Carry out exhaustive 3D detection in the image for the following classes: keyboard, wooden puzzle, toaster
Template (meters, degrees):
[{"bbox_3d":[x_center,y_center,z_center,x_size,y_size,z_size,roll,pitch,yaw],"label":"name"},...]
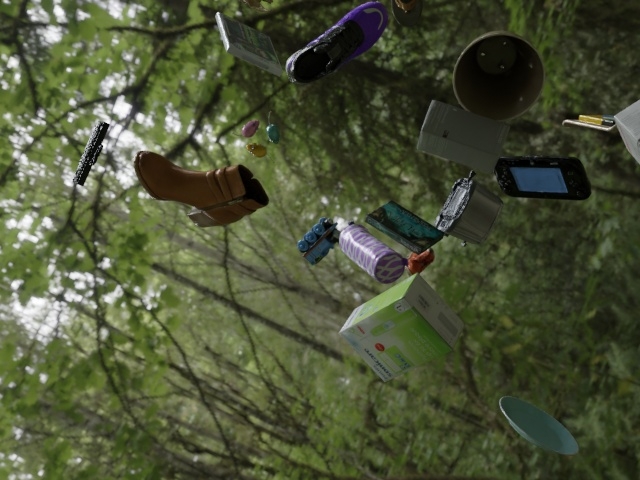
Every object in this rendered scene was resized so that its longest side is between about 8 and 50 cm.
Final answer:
[{"bbox_3d":[-0.609,-0.232,1.988,0.023,0.108,0.180,24,-93,-37],"label":"keyboard"},{"bbox_3d":[0.950,-0.383,2.442,0.238,0.220,0.044,-154,63,-63],"label":"wooden puzzle"},{"bbox_3d":[0.480,-0.096,2.396,0.227,0.146,0.129,-63,21,0],"label":"toaster"}]

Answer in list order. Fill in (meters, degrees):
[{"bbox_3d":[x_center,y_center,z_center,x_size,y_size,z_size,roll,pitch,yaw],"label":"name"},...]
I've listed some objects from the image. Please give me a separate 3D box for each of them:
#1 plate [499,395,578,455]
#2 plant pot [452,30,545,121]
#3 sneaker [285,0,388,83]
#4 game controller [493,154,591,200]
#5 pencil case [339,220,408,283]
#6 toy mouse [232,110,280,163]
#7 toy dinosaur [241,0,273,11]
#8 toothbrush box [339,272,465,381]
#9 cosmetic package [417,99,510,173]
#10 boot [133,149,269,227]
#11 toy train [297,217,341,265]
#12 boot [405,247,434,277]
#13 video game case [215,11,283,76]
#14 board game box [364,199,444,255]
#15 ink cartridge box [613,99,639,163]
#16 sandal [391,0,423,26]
[{"bbox_3d":[0.460,0.400,1.600,0.024,0.188,0.188,-62,-12,16],"label":"plate"},{"bbox_3d":[0.530,-0.520,2.242,0.274,0.256,0.257,-68,-7,-60],"label":"plant pot"},{"bbox_3d":[0.044,-0.467,1.820,0.293,0.102,0.146,-35,14,11],"label":"sneaker"},{"bbox_3d":[0.701,-0.202,2.394,0.166,0.319,0.067,50,-119,-36],"label":"game controller"},{"bbox_3d":[0.121,0.029,1.782,0.088,0.206,0.086,-13,-61,-20],"label":"pencil case"},{"bbox_3d":[-0.173,-0.312,2.204,0.143,0.161,0.031,-61,22,19],"label":"toy mouse"},{"bbox_3d":[-0.173,-0.628,1.985,0.092,0.183,0.053,-14,-42,-49],"label":"toy dinosaur"},{"bbox_3d":[0.226,0.249,2.114,0.283,0.206,0.122,-35,11,44],"label":"toothbrush box"},{"bbox_3d":[0.414,-0.300,2.179,0.107,0.237,0.127,89,-159,-60],"label":"cosmetic package"},{"bbox_3d":[-0.276,-0.134,1.750,0.283,0.220,0.109,47,-135,-32],"label":"boot"},{"bbox_3d":[0.000,0.000,2.616,0.184,0.105,0.080,-44,3,34],"label":"toy train"},{"bbox_3d":[0.306,0.067,2.299,0.059,0.084,0.158,63,-155,-17],"label":"boot"},{"bbox_3d":[-0.195,-0.538,2.052,0.022,0.173,0.190,-50,40,29],"label":"video game case"},{"bbox_3d":[0.231,-0.037,2.054,0.126,0.186,0.026,-31,-35,-44],"label":"board game box"},{"bbox_3d":[0.749,-0.197,1.649,0.085,0.203,0.148,-34,-43,14],"label":"ink cartridge box"},{"bbox_3d":[0.234,-0.652,1.965,0.219,0.089,0.060,104,-172,-52],"label":"sandal"}]
